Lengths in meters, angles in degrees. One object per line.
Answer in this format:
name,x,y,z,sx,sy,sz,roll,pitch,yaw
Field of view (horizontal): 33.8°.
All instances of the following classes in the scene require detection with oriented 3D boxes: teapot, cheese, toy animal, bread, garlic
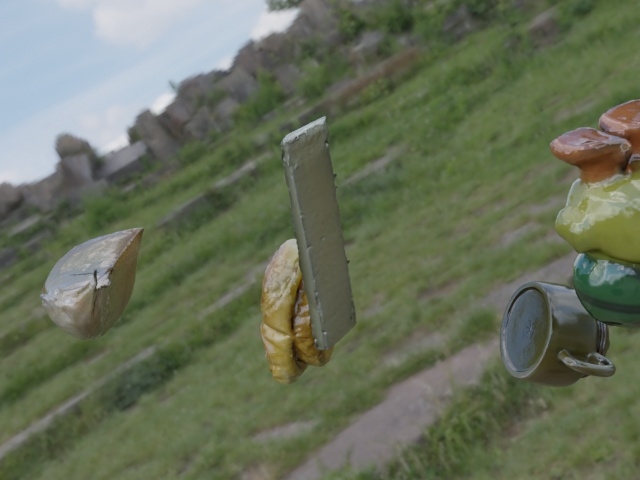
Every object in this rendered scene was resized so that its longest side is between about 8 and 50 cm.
teapot,0.445,0.178,1.894,0.175,0.186,0.268,9,18,-18
cheese,0.001,0.002,1.588,0.085,0.400,0.034,-34,43,-31
toy animal,0.460,-0.017,1.535,0.216,0.338,0.191,-29,33,-26
bread,-0.035,0.119,1.792,0.120,0.236,0.198,5,29,10
garlic,-0.412,0.077,1.854,0.196,0.151,0.338,-57,3,13
